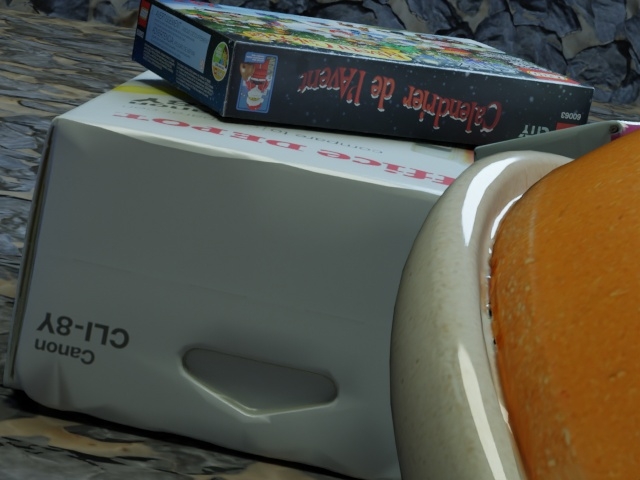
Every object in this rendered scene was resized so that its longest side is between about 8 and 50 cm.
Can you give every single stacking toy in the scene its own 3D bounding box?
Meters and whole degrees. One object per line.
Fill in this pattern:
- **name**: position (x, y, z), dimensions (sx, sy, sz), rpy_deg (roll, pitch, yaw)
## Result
- **stacking toy**: position (0.286, 0.007, 0.475), dimensions (0.350, 0.480, 0.350), rpy_deg (40, 25, -24)

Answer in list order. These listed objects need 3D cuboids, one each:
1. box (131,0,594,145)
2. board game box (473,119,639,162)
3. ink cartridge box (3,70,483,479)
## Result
- **box**: position (0.023, -0.100, 1.169), dimensions (0.233, 0.044, 0.159), rpy_deg (5, 13, -26)
- **board game box**: position (0.221, 0.061, 0.921), dimensions (0.303, 0.224, 0.097), rpy_deg (-1, -7, -41)
- **ink cartridge box**: position (0.000, 0.000, 1.187), dimensions (0.279, 0.160, 0.384), rpy_deg (11, 12, 4)
